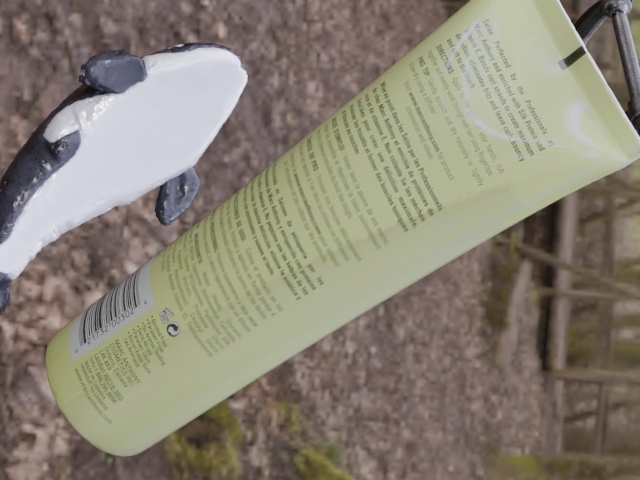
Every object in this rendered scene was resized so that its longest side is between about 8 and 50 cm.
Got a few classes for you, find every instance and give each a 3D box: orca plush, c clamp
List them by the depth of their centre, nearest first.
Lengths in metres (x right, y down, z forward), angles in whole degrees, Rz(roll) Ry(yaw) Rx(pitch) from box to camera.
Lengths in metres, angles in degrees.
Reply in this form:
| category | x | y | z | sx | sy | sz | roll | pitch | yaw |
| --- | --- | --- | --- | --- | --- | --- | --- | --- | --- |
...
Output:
| category | x | y | z | sx | sy | sz | roll | pitch | yaw |
| --- | --- | --- | --- | --- | --- | --- | --- | --- | --- |
| c clamp | 0.205 | -0.114 | 0.843 | 0.137 | 0.022 | 0.161 | 118 | -25 | -45 |
| orca plush | -0.189 | -0.063 | 0.994 | 0.151 | 0.102 | 0.287 | 42 | 77 | -38 |

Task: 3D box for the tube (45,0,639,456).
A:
| category | x | y | z | sx | sy | sz | roll | pitch | yaw |
| --- | --- | --- | --- | --- | --- | --- | --- | --- | --- |
| tube | 0.000 | 0.000 | 0.451 | 0.070 | 0.240 | 0.062 | 50 | 23 | -8 |
